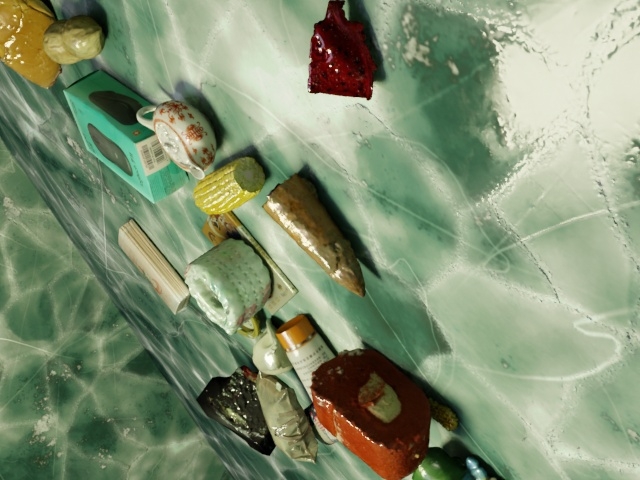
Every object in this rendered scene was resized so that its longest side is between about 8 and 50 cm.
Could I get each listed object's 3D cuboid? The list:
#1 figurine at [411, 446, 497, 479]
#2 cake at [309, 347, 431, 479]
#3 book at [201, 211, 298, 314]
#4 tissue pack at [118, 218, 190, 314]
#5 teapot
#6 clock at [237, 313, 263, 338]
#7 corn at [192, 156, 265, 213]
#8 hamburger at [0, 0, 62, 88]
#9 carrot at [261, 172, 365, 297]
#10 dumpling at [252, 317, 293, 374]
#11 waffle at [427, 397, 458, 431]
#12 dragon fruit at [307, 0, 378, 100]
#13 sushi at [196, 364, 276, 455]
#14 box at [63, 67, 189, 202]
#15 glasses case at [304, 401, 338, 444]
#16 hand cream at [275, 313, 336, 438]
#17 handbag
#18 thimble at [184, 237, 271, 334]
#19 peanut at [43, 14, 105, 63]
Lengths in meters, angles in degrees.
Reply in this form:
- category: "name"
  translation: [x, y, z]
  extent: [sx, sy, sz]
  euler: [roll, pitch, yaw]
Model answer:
- category: "figurine"
  translation: [0.308, 0.535, 1.346]
  extent: [0.234, 0.127, 0.185]
  euler: [25, 157, 19]
- category: "cake"
  translation: [0.111, 0.347, 1.340]
  extent: [0.283, 0.177, 0.151]
  euler: [31, 146, 38]
- category: "book"
  translation: [-0.182, 0.045, 1.604]
  extent: [0.295, 0.020, 0.208]
  euler: [50, 152, 4]
- category: "tissue pack"
  translation: [-0.569, 0.094, 2.201]
  extent: [0.325, 0.071, 0.170]
  euler: [49, 155, 4]
- category: "teapot"
  translation: [-0.292, -0.223, 1.351]
  extent: [0.245, 0.116, 0.159]
  euler: [31, 159, 30]
- category: "clock"
  translation: [-0.243, 0.174, 1.814]
  extent: [0.237, 0.057, 0.237]
  euler: [36, 151, 24]
- category: "corn"
  translation: [-0.196, -0.110, 1.354]
  extent: [0.093, 0.093, 0.244]
  euler: [57, 153, -11]
- category: "hamburger"
  translation: [-0.759, -0.535, 1.639]
  extent: [0.282, 0.245, 0.155]
  euler: [22, -148, -45]
- category: "carrot"
  translation: [0.000, 0.000, 1.188]
  extent: [0.263, 0.102, 0.102]
  euler: [51, 153, -1]
- category: "dumpling"
  translation: [-0.129, 0.284, 1.733]
  extent: [0.181, 0.111, 0.155]
  euler: [-8, 87, 53]
- category: "waffle"
  translation: [0.246, 0.355, 1.321]
  extent: [0.085, 0.016, 0.078]
  euler: [33, 147, 37]
- category: "dragon fruit"
  translation: [0.039, -0.249, 0.857]
  extent: [0.063, 0.097, 0.131]
  euler: [27, 125, 34]
- category: "sushi"
  translation: [-0.219, 0.512, 2.021]
  extent: [0.227, 0.212, 0.215]
  euler: [26, 157, 22]
- category: "box"
  translation: [-0.475, -0.256, 1.581]
  extent: [0.311, 0.118, 0.205]
  euler: [36, 147, 27]
- category: "glasses case"
  translation: [0.027, 0.482, 1.746]
  extent: [0.125, 0.076, 0.327]
  euler: [51, 153, 10]
- category: "hand cream"
  translation: [0.012, 0.328, 1.562]
  extent: [0.314, 0.139, 0.089]
  euler: [61, -172, -6]
- category: "handbag"
  translation: [-0.090, 0.486, 1.758]
  extent: [0.182, 0.117, 0.270]
  euler: [13, 126, 55]
- category: "thimble"
  translation: [-0.217, 0.111, 1.552]
  extent: [0.185, 0.149, 0.211]
  euler: [10, 131, 48]
- category: "peanut"
  translation: [-0.565, -0.460, 1.482]
  extent: [0.263, 0.117, 0.101]
  euler: [12, 154, 47]
